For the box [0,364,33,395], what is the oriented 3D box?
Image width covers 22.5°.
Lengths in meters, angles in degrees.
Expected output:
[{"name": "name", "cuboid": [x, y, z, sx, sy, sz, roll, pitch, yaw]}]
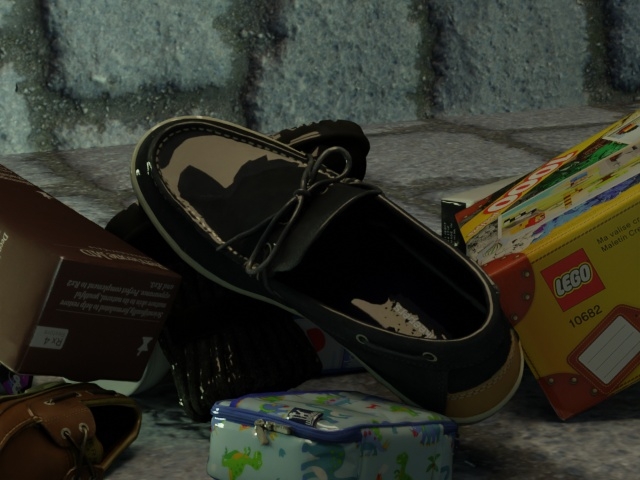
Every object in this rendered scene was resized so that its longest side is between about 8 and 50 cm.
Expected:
[{"name": "box", "cuboid": [-0.396, 0.104, 1.906, 0.029, 0.162, 0.116, -32, 14, 1]}]

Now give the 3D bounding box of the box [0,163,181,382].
[{"name": "box", "cuboid": [-0.357, 0.011, 1.748, 0.381, 0.143, 0.191, 31, 11, 34]}]

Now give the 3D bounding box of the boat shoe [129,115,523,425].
[{"name": "boat shoe", "cuboid": [0.000, 0.000, 1.664, 0.500, 0.156, 0.187, 36, 67, 24]}]

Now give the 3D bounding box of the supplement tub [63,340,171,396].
[{"name": "supplement tub", "cuboid": [-0.222, 0.098, 1.912, 0.144, 0.144, 0.199, 3, 18, 18]}]

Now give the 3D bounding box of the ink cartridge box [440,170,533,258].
[{"name": "ink cartridge box", "cuboid": [0.289, -0.006, 2.296, 0.065, 0.165, 0.332, 8, 15, 40]}]

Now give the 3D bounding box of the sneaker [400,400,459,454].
[{"name": "sneaker", "cuboid": [0.107, 0.200, 1.670, 0.052, 0.058, 0.135, 20, 30, -13]}]

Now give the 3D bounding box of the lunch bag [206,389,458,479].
[{"name": "lunch bag", "cuboid": [0.009, 0.194, 1.526, 0.176, 0.090, 0.219, 7, 2, 42]}]

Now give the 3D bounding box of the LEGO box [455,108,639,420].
[{"name": "LEGO box", "cuboid": [0.430, -0.039, 1.886, 0.500, 0.193, 0.372, -30, 11, 6]}]

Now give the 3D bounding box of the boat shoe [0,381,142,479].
[{"name": "boat shoe", "cuboid": [-0.262, 0.197, 1.566, 0.104, 0.111, 0.307, 0, 13, 12]}]

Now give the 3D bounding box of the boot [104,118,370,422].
[{"name": "boot", "cuboid": [-0.048, 0.035, 1.828, 0.348, 0.260, 0.131, -27, -17, -16]}]

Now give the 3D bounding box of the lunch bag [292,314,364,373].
[{"name": "lunch bag", "cuboid": [-0.027, 0.080, 2.057, 0.243, 0.115, 0.303, -6, 16, -19]}]

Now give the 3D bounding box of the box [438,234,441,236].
[{"name": "box", "cuboid": [0.181, 0.025, 2.419, 0.059, 0.054, 0.169, -11, 15, -38]}]
